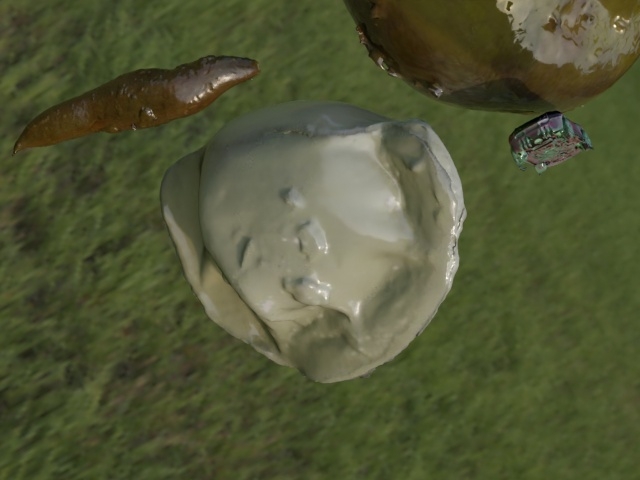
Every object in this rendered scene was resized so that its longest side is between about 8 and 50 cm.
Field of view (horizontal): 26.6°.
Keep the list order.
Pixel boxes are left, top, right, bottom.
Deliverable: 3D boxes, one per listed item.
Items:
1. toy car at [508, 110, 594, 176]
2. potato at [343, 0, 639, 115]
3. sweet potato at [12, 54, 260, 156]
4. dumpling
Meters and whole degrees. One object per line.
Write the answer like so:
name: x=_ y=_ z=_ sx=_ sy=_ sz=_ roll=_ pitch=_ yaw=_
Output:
toy car: x=0.249 y=-0.111 z=1.477 sx=0.142 sy=0.069 sz=0.055 roll=10 pitch=54 yaw=-66
potato: x=0.223 y=-0.307 z=1.544 sx=0.442 sy=0.385 sz=0.319 roll=8 pitch=66 yaw=-33
sweet potato: x=-0.194 y=-0.142 z=1.404 sx=0.067 sy=0.273 sz=0.067 roll=-17 pitch=90 yaw=-82
dumpling: x=0.000 y=0.000 z=1.490 sx=0.233 sy=0.395 sz=0.316 roll=-26 pitch=102 yaw=-54
